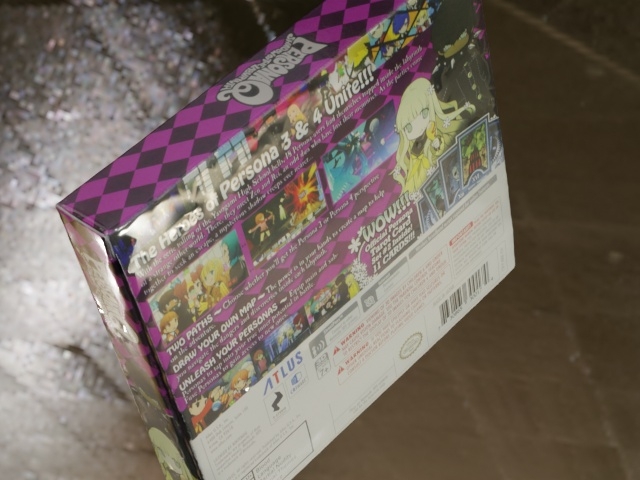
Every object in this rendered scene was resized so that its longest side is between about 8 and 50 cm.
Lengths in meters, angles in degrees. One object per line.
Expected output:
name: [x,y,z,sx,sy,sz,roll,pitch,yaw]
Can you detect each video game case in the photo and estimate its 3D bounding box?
video game case: [0.000,0.000,0.726,0.041,0.232,0.210,28,147,36]
